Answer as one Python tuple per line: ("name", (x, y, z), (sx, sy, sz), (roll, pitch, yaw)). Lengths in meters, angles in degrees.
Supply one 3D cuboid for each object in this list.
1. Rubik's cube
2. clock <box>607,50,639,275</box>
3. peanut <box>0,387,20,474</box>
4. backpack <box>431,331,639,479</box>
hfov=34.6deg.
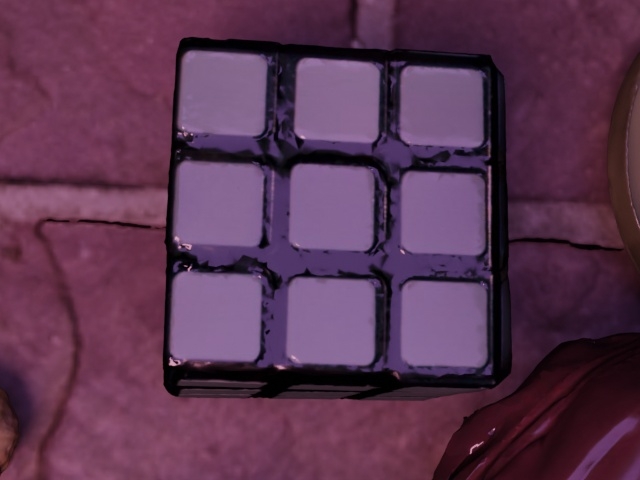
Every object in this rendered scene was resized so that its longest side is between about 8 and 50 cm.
("Rubik's cube", (0.000, 0.000, 0.537), (0.163, 0.162, 0.161), (2, 78, -6))
("clock", (0.286, -0.042, 0.631), (0.234, 0.029, 0.235), (2, 84, -15))
("peanut", (-0.245, 0.105, 0.526), (0.174, 0.080, 0.080), (-7, 80, -9))
("backpack", (0.164, 0.191, 0.482), (0.317, 0.197, 0.283), (40, 78, -23))
